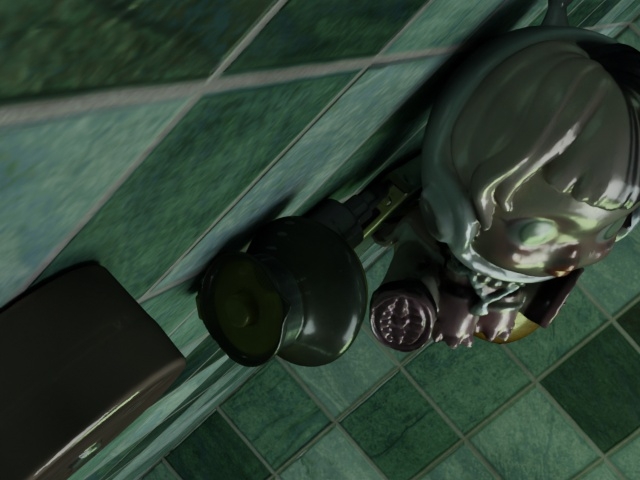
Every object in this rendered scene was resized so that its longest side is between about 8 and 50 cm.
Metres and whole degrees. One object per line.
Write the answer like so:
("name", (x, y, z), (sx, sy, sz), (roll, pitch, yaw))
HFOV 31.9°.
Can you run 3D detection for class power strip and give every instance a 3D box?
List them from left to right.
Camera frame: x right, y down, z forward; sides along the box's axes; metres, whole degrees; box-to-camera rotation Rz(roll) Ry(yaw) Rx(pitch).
("power strip", (-0.152, 0.089, 0.604), (0.154, 0.078, 0.154), (-41, 176, -4))

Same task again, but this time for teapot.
("teapot", (-0.042, 0.047, 0.947), (0.165, 0.130, 0.119), (-4, -173, 43))

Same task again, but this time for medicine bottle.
("medicine bottle", (0.000, 0.000, 1.118), (0.199, 0.057, 0.057), (-41, 175, -18))

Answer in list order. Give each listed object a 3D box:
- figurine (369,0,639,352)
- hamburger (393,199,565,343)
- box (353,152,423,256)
("figurine", (0.178, -0.049, 1.069), (0.253, 0.211, 0.361), (-20, 155, -36))
("hamburger", (0.195, 0.029, 1.366), (0.147, 0.237, 0.237), (-58, 171, 16))
("box", (0.044, -0.009, 1.439), (0.270, 0.045, 0.211), (-45, 174, 29))
